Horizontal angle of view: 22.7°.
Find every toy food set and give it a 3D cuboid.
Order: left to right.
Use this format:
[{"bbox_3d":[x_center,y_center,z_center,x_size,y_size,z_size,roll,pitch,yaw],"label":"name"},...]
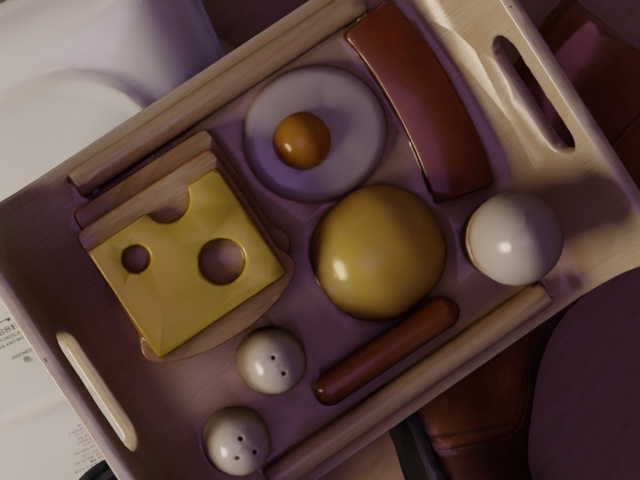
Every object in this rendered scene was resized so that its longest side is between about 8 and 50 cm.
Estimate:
[{"bbox_3d":[0.000,0.000,0.824,0.306,0.092,0.220,-34,94,-7],"label":"toy food set"}]

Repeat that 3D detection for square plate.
[{"bbox_3d":[-0.172,0.046,0.933,0.347,0.049,0.344,-23,114,6],"label":"square plate"}]

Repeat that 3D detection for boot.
[{"bbox_3d":[0.141,0.041,0.951,0.264,0.096,0.280,45,84,-13],"label":"boot"}]

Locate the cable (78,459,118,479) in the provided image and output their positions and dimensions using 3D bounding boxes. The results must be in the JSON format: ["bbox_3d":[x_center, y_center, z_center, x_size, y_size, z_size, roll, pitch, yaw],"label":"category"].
[{"bbox_3d":[-0.116,0.188,0.960,0.184,0.150,0.047,-42,50,32],"label":"cable"}]

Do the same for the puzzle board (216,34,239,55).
[{"bbox_3d":[-0.072,-0.075,0.976,0.128,0.011,0.096,31,101,0],"label":"puzzle board"}]
